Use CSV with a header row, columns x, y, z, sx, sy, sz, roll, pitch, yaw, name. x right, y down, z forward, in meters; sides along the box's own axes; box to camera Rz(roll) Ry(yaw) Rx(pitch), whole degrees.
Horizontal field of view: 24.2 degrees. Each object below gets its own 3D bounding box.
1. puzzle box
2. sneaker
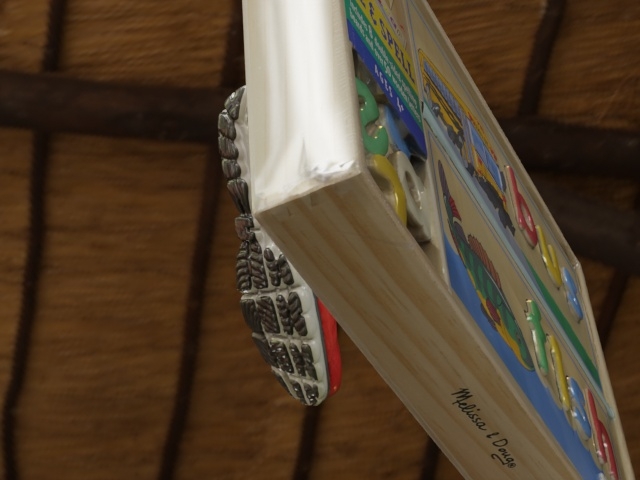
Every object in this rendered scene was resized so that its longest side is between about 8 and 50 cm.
x,y,z,sx,sy,sz,roll,pitch,yaw,name
0.076,0.001,0.812,0.052,0.272,0.409,-22,-45,17,puzzle box
0.000,0.000,1.225,0.107,0.118,0.279,15,-65,56,sneaker
